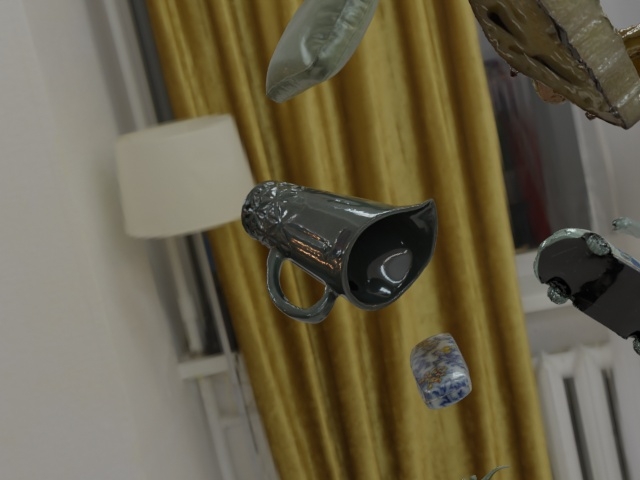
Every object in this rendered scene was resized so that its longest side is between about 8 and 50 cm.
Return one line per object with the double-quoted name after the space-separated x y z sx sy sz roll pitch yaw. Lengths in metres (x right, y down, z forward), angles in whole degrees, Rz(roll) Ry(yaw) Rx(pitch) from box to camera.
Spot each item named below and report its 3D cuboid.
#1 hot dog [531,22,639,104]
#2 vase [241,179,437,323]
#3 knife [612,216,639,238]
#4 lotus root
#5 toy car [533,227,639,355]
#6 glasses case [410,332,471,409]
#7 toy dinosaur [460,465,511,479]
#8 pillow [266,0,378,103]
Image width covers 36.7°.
0.409 -0.237 1.213 0.289 0.083 0.068 -11 26 28 "hot dog"
0.000 0.000 1.459 0.301 0.156 0.251 24 72 45 "vase"
0.624 -0.023 1.939 0.044 0.023 0.162 -31 -23 28 "knife"
0.254 -0.245 1.094 0.074 0.260 0.170 -43 26 -14 "lotus root"
0.342 0.056 1.110 0.095 0.205 0.056 -61 -6 36 "toy car"
0.191 0.207 1.555 0.087 0.065 0.248 -27 10 5 "glasses case"
0.273 0.462 1.795 0.180 0.058 0.037 -39 -1 -1 "toy dinosaur"
0.002 -0.396 1.861 0.120 0.255 0.322 31 -11 -16 "pillow"
